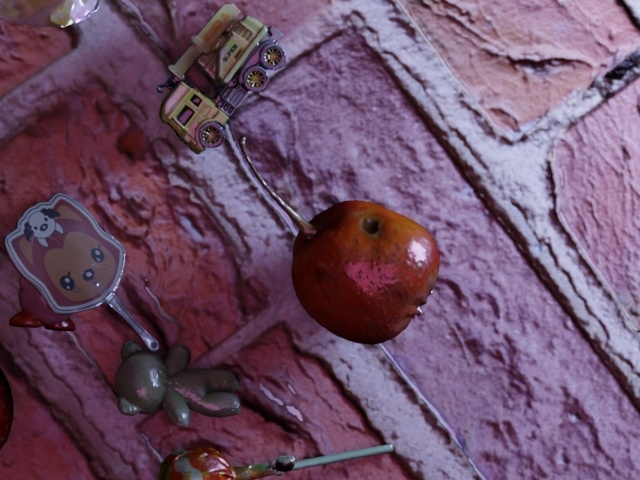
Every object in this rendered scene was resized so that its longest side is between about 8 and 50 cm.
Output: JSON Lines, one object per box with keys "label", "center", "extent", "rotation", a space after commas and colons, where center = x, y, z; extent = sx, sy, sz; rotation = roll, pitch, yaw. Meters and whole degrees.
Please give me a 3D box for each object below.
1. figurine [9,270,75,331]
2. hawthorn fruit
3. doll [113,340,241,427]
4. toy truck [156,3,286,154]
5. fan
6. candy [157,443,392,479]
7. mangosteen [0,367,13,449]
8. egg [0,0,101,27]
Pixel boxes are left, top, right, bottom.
{"label": "figurine", "center": [-0.308, 0.066, 1.683], "extent": [0.083, 0.067, 0.071], "rotation": [15, 75, -48]}
{"label": "hawthorn fruit", "center": [0.000, 0.000, 1.672], "extent": [0.285, 0.165, 0.165], "rotation": [34, 89, -11]}
{"label": "doll", "center": [-0.166, 0.175, 1.706], "extent": [0.150, 0.077, 0.115], "rotation": [10, 48, -13]}
{"label": "toy truck", "center": [-0.119, -0.188, 1.684], "extent": [0.100, 0.077, 0.169], "rotation": [38, 90, -11]}
{"label": "fan", "center": [-0.259, 0.046, 1.676], "extent": [0.220, 0.009, 0.132], "rotation": [48, 48, -5]}
{"label": "candy", "center": [-0.051, 0.272, 1.738], "extent": [0.287, 0.078, 0.084], "rotation": [-6, 92, -15]}
{"label": "mangosteen", "center": [-0.433, 0.185, 1.608], "extent": [0.199, 0.200, 0.200], "rotation": [-1, 94, -7]}
{"label": "egg", "center": [-0.370, -0.352, 1.601], "extent": [0.271, 0.161, 0.206], "rotation": [42, 51, -39]}
